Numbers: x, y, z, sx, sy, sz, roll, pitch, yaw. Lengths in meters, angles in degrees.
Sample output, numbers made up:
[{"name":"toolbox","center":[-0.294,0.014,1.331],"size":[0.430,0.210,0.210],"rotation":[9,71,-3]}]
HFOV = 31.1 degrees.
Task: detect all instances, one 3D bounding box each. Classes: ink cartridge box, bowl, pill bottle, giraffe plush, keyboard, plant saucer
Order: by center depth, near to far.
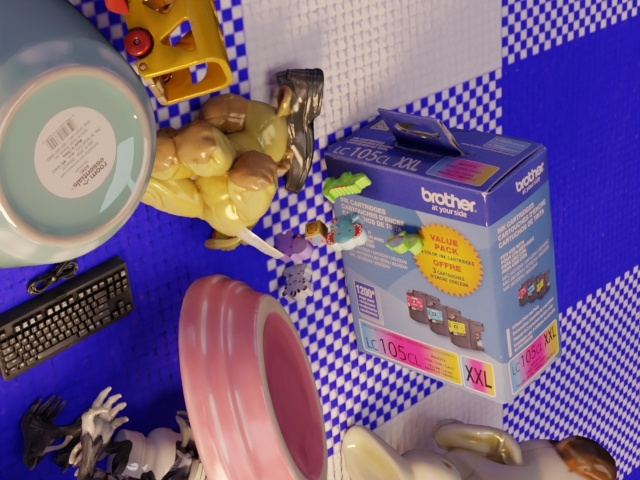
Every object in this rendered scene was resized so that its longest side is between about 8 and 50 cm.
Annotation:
[{"name":"bowl","center":[-0.287,-0.099,1.141],"size":[0.312,0.163,0.311],"rotation":[-18,117,-39]},{"name":"keyboard","center":[-0.293,0.077,1.305],"size":[0.180,0.023,0.108],"rotation":[-30,125,-35]},{"name":"giraffe plush","center":[-0.097,-0.103,1.351],"size":[0.210,0.181,0.170],"rotation":[43,52,-34]},{"name":"plant saucer","center":[-0.068,0.195,1.385],"size":[0.332,0.084,0.332],"rotation":[-16,90,-79]},{"name":"pill bottle","center":[-0.173,0.284,1.426],"size":[0.169,0.094,0.094],"rotation":[17,93,-23]},{"name":"ink cartridge box","center":[0.164,-0.007,1.555],"size":[0.151,0.270,0.395],"rotation":[-35,127,-38]}]

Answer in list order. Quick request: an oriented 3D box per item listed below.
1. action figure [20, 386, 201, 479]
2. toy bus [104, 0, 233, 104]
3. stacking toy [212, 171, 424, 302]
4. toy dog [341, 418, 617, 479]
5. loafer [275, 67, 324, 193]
[{"name":"action figure","center":[-0.211,0.237,1.261],"size":[0.164,0.276,0.141],"rotation":[33,78,-47]},{"name":"toy bus","center":[-0.152,-0.245,1.186],"size":[0.104,0.191,0.202],"rotation":[-15,123,2]},{"name":"stacking toy","center":[0.000,0.000,1.451],"size":[0.167,0.221,0.052],"rotation":[42,39,-46]},{"name":"toy dog","center":[0.272,0.411,1.752],"size":[0.408,0.395,0.284],"rotation":[-6,100,-35]},{"name":"loafer","center":[-0.036,-0.141,1.468],"size":[0.061,0.062,0.170],"rotation":[5,113,-7]}]
